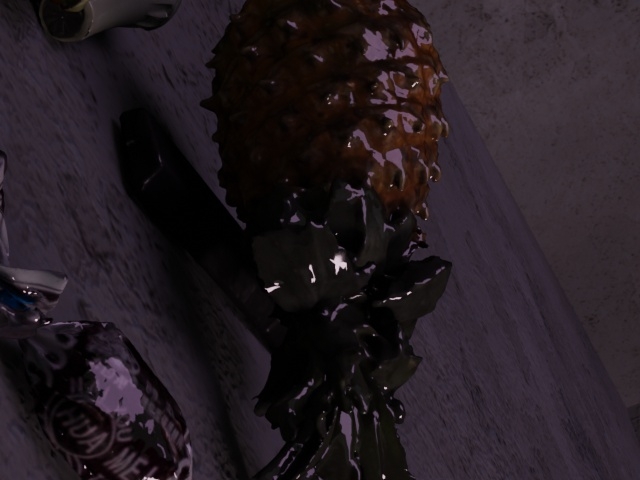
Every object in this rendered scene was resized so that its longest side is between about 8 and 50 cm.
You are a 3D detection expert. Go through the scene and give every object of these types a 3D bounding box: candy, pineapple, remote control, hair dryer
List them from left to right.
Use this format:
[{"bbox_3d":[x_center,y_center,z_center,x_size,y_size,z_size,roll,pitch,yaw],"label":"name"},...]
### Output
[{"bbox_3d":[-0.152,-0.192,0.991,0.199,0.067,0.167,50,23,-22],"label":"hair dryer"},{"bbox_3d":[-0.093,0.059,0.735,0.226,0.051,0.094,60,10,-27],"label":"candy"},{"bbox_3d":[-0.056,0.007,1.065,0.245,0.025,0.063,52,14,-50],"label":"remote control"},{"bbox_3d":[0.000,0.000,0.985,0.170,0.141,0.310,54,33,-60],"label":"pineapple"}]

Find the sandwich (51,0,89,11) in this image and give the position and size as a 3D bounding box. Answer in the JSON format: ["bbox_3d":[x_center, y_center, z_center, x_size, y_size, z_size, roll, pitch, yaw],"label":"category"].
[{"bbox_3d":[-0.096,-0.187,0.953,0.163,0.079,0.113,-15,70,-54],"label":"sandwich"}]
